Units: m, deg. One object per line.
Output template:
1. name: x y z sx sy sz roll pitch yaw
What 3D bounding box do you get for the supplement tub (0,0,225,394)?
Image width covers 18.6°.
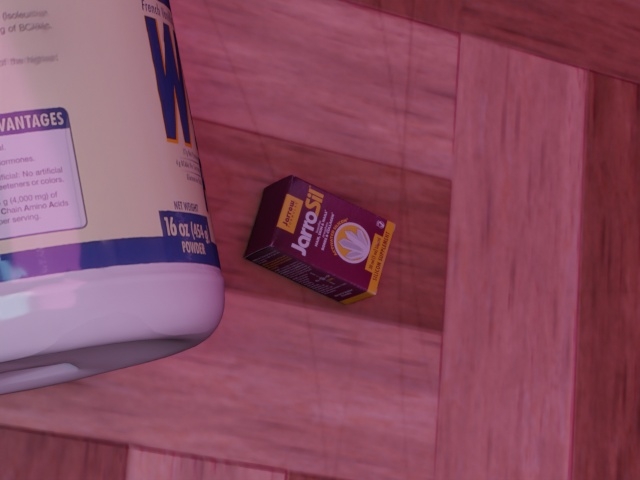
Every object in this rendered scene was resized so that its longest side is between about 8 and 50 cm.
1. supplement tub: -0.193 -0.083 1.086 0.235 0.235 0.325 -7 82 -30

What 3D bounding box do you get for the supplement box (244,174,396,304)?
1. supplement box: 0.000 0.000 1.284 0.083 0.043 0.055 24 69 -21
